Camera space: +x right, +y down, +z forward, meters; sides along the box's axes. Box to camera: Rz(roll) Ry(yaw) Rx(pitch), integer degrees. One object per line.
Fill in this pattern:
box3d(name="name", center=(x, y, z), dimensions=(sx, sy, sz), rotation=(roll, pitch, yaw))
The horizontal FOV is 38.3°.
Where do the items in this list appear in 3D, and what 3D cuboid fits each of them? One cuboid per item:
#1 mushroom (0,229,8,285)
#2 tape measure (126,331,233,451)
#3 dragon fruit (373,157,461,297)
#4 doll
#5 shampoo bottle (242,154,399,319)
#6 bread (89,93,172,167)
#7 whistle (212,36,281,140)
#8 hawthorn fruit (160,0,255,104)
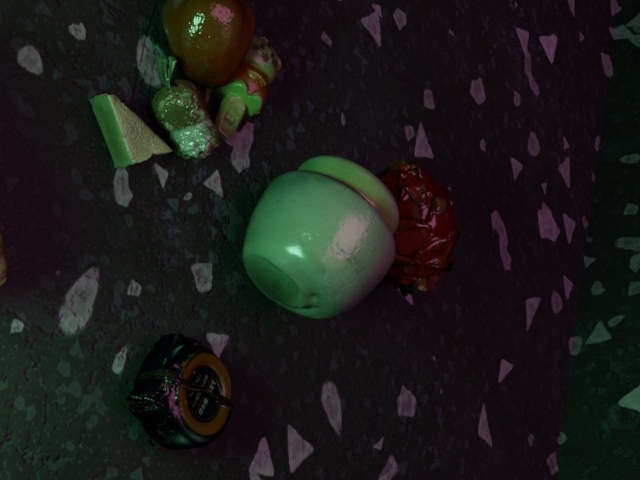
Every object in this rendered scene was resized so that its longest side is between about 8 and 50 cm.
box3d(name="mushroom", center=(-0.606, -0.092, 1.307), dimensions=(0.397, 0.224, 0.314), rotation=(40, 53, -43))
box3d(name="tape measure", center=(-0.270, 0.301, 1.800), dimensions=(0.223, 0.135, 0.202), rotation=(55, 37, -32))
box3d(name="dragon fruit", center=(0.215, -0.028, 2.319), dimensions=(0.277, 0.277, 0.343), rotation=(2, 79, -50))
box3d(name="doll", center=(-0.286, -0.265, 1.880), dimensions=(0.221, 0.105, 0.115), rotation=(61, 8, -23))
box3d(name="shampoo bottle", center=(0.000, 0.000, 2.014), dimensions=(0.322, 0.322, 0.317), rotation=(51, 57, -32))
box3d(name="bread", center=(-0.369, -0.223, 1.796), dimensions=(0.105, 0.077, 0.152), rotation=(-32, 112, -43))
box3d(name="whistle", center=(-0.169, -0.343, 2.031), dimensions=(0.131, 0.106, 0.288), rotation=(39, 56, -32))
box3d(name="hawthorn fruit", center=(-0.233, -0.408, 1.918), dimensions=(0.199, 0.199, 0.251), rotation=(-11, 106, -50))
